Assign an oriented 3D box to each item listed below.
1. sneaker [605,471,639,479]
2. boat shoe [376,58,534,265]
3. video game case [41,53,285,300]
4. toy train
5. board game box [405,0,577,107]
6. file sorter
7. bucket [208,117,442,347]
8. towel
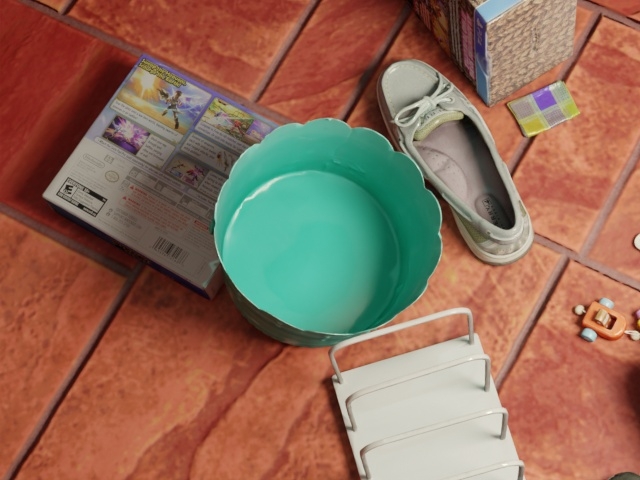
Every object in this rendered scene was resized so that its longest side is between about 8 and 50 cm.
[{"bbox_3d":[0.307,0.353,1.728,0.086,0.132,0.229,37,78,19],"label":"sneaker"},{"bbox_3d":[0.174,-0.116,1.946,0.118,0.103,0.320,-26,68,-3],"label":"boat shoe"},{"bbox_3d":[-0.192,-0.087,2.005,0.269,0.061,0.244,29,76,17],"label":"video game case"},{"bbox_3d":[0.401,0.067,1.876,0.125,0.046,0.166,31,76,17],"label":"toy train"},{"bbox_3d":[0.195,-0.364,1.972,0.141,0.232,0.291,-33,69,-6],"label":"board game box"},{"bbox_3d":[0.134,0.241,1.775,0.192,0.173,0.278,-16,67,0],"label":"file sorter"},{"bbox_3d":[0.000,0.000,1.849,0.281,0.183,0.281,2,77,-8],"label":"bucket"},{"bbox_3d":[0.298,-0.175,2.004,0.083,0.009,0.060,-22,67,-1],"label":"towel"}]
